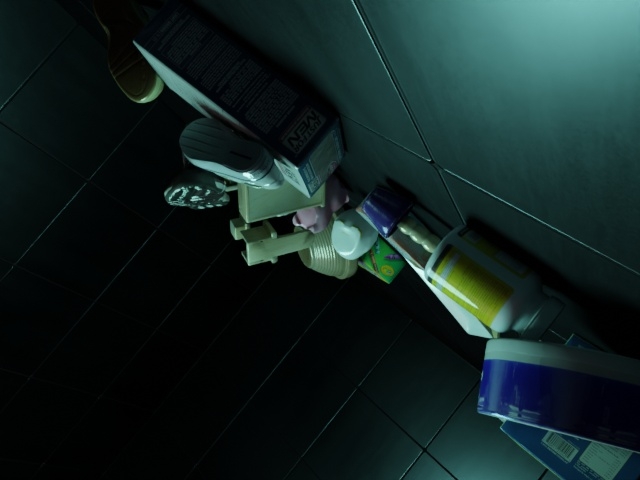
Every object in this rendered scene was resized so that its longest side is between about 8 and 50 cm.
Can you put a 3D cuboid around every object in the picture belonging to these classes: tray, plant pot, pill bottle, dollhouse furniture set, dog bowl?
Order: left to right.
[{"bbox_3d":[-0.140,-0.175,1.264,0.355,0.174,0.303,-129,32,-47],"label":"dollhouse furniture set"},{"bbox_3d":[0.000,0.000,1.574,0.237,0.110,0.237,163,90,-71],"label":"plant pot"},{"bbox_3d":[0.260,0.090,1.236,0.270,0.030,0.145,50,174,1],"label":"tray"},{"bbox_3d":[0.249,0.066,0.845,0.184,0.103,0.103,38,176,23],"label":"pill bottle"},{"bbox_3d":[0.352,0.214,0.793,0.265,0.104,0.265,13,168,3],"label":"dog bowl"}]

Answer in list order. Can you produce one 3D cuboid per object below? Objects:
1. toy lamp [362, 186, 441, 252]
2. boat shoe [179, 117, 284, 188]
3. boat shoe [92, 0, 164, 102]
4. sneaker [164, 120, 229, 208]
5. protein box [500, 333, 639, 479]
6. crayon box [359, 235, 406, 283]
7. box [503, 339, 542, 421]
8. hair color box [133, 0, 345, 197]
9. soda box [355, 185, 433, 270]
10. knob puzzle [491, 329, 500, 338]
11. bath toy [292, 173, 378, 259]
[{"bbox_3d":[0.189,0.011,0.971,0.275,0.080,0.080,39,176,13],"label":"toy lamp"},{"bbox_3d":[-0.146,-0.129,0.939,0.226,0.083,0.076,34,172,43],"label":"boat shoe"},{"bbox_3d":[-0.346,-0.375,1.115,0.089,0.104,0.285,22,-136,-61],"label":"boat shoe"},{"bbox_3d":[-0.233,-0.148,1.081,0.281,0.106,0.162,165,97,-84],"label":"sneaker"},{"bbox_3d":[0.447,0.303,0.951,0.200,0.201,0.136,36,175,43],"label":"protein box"},{"bbox_3d":[0.106,0.010,1.698,0.165,0.081,0.278,41,175,-28],"label":"crayon box"},{"bbox_3d":[0.459,0.328,1.277,0.119,0.182,0.181,40,176,22],"label":"box"},{"bbox_3d":[-0.125,-0.231,0.972,0.347,0.105,0.174,39,176,11],"label":"hair color box"},{"bbox_3d":[0.152,-0.019,1.087,0.183,0.063,0.058,42,176,-24],"label":"soda box"},{"bbox_3d":[0.314,0.110,1.247,0.213,0.030,0.213,49,173,8],"label":"knob puzzle"},{"bbox_3d":[-0.006,-0.094,1.299,0.348,0.151,0.129,35,-148,24],"label":"bath toy"}]
